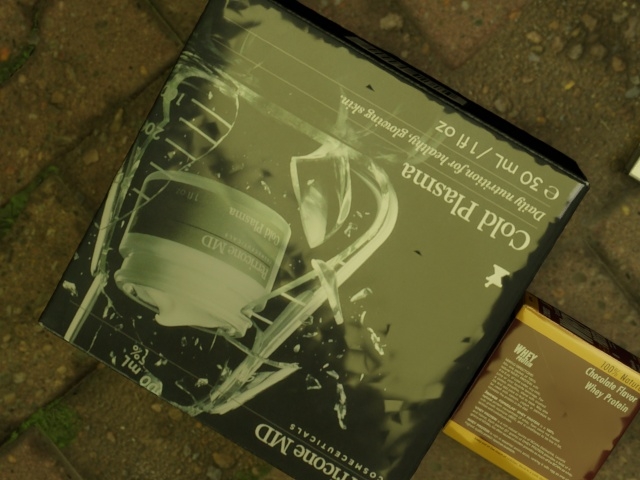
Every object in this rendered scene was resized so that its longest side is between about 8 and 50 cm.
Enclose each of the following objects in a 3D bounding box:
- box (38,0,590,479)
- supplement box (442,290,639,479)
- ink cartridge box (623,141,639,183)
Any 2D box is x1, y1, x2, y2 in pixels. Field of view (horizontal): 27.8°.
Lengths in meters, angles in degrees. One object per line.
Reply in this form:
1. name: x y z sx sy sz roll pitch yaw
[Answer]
1. box: 0.000 0.000 1.588 0.480 0.297 0.471 30 102 4
2. supplement box: 0.289 0.199 1.648 0.191 0.129 0.194 31 100 4
3. ink cartridge box: 0.474 -0.091 1.623 0.150 0.063 0.109 32 100 3
